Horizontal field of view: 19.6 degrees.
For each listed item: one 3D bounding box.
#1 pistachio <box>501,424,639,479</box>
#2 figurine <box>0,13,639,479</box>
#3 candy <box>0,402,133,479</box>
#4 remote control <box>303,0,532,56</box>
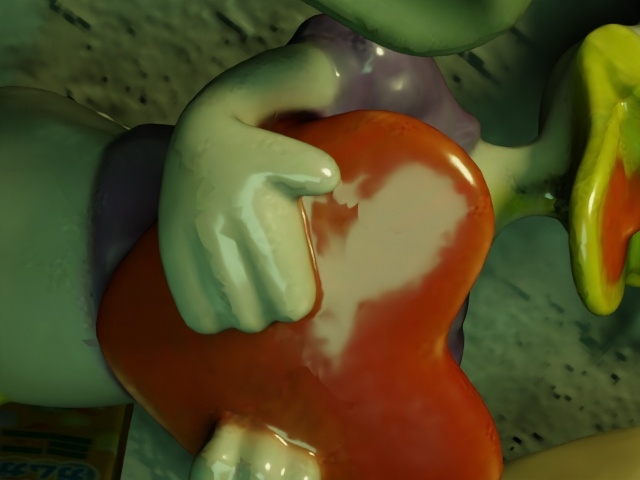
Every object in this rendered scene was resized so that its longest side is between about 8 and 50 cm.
[{"bbox_3d":[0.072,0.185,0.646,0.318,0.214,0.193,-33,67,27],"label":"pistachio"},{"bbox_3d":[-0.004,0.003,0.542,0.421,0.193,0.154,-12,113,-4],"label":"figurine"},{"bbox_3d":[-0.098,0.071,0.623,0.062,0.122,0.038,5,115,-2],"label":"candy"},{"bbox_3d":[-0.075,-0.162,0.366,0.335,0.065,0.128,28,101,-17],"label":"remote control"}]
